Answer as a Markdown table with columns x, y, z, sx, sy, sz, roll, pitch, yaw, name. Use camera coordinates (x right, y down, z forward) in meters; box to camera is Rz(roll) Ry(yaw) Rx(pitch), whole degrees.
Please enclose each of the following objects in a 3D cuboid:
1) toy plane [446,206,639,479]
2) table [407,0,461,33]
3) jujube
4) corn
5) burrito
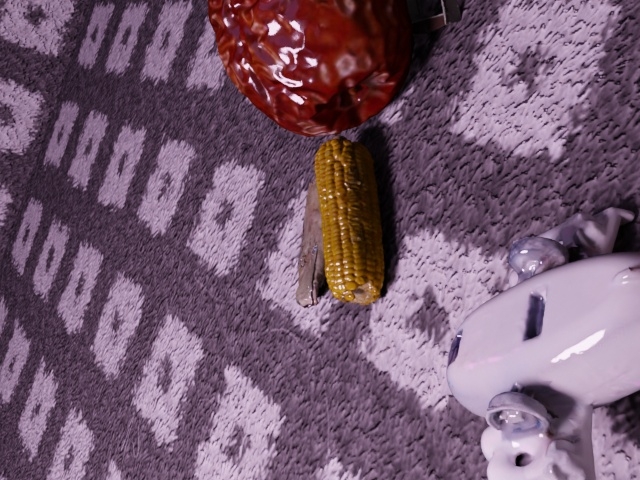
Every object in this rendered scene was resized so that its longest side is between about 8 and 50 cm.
| x | y | z | sx | sy | sz | roll | pitch | yaw | name |
| --- | --- | --- | --- | --- | --- | --- | --- | --- | --- |
| 0.189 | 0.073 | 0.603 | 0.244 | 0.117 | 0.244 | -46 | 24 | 27 | toy plane |
| 0.098 | -0.316 | 0.962 | 0.146 | 0.062 | 0.175 | 1 | 108 | 56 | table |
| -0.018 | -0.239 | 0.939 | 0.213 | 0.213 | 0.232 | -42 | 65 | 38 | jujube |
| 0.032 | -0.026 | 0.923 | 0.068 | 0.068 | 0.207 | -38 | 47 | 41 | corn |
| -0.002 | -0.001 | 0.984 | 0.051 | 0.042 | 0.171 | -36 | 45 | 57 | burrito |
